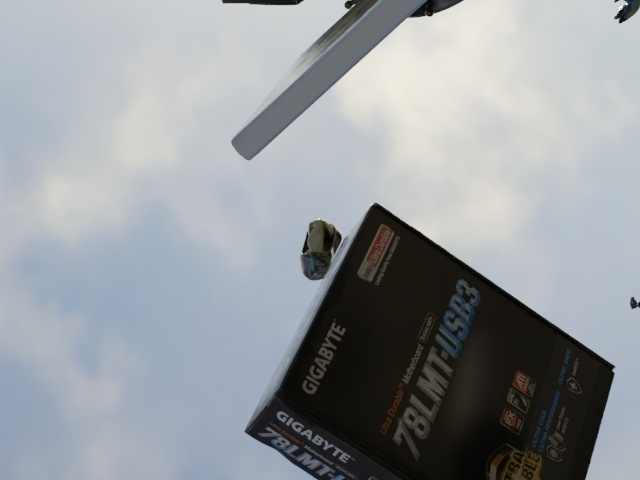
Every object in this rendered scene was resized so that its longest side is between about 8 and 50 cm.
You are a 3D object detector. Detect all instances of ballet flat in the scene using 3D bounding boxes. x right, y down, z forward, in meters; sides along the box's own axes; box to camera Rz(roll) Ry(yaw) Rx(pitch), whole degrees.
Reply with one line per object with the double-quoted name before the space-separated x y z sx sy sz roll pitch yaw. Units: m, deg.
"ballet flat" 0.000 0.000 1.953 0.041 0.041 0.114 32 -154 -10

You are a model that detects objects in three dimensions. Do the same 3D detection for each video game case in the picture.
"video game case" 0.036 -0.174 1.464 0.026 0.227 0.206 46 -153 -8

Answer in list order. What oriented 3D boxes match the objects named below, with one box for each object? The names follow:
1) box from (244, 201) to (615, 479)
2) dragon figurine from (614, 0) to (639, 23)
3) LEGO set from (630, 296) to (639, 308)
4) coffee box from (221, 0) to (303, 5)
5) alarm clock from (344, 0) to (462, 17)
"box" 0.111 0.144 1.691 0.293 0.073 0.295 35 -140 -5
"dragon figurine" 0.388 -0.363 2.260 0.144 0.289 0.085 48 -147 -33
"LEGO set" 0.268 0.033 1.408 0.054 0.083 0.023 0 -103 -44
"coffee box" -0.061 -0.446 2.190 0.119 0.297 0.168 5 -148 35
"alarm clock" 0.108 -0.273 1.630 0.129 0.192 0.064 12 143 46
